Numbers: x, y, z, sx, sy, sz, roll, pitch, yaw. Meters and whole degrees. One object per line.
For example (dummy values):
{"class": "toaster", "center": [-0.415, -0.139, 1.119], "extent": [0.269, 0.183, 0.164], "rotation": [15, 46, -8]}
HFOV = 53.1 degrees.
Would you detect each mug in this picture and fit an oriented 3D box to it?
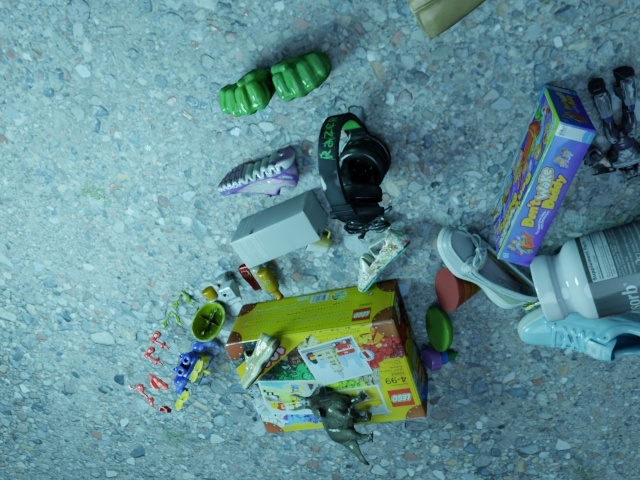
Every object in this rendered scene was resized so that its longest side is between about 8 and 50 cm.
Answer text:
{"class": "mug", "center": [-0.001, 0.004, 1.752], "extent": [0.064, 0.062, 0.078], "rotation": [17, 158, -9]}

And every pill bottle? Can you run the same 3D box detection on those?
{"class": "pill bottle", "center": [0.718, 0.076, 1.569], "extent": [0.363, 0.210, 0.210], "rotation": [-18, 117, 21]}

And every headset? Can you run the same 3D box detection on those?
{"class": "headset", "center": [0.073, -0.133, 1.564], "extent": [0.185, 0.243, 0.394], "rotation": [-6, 146, 26]}

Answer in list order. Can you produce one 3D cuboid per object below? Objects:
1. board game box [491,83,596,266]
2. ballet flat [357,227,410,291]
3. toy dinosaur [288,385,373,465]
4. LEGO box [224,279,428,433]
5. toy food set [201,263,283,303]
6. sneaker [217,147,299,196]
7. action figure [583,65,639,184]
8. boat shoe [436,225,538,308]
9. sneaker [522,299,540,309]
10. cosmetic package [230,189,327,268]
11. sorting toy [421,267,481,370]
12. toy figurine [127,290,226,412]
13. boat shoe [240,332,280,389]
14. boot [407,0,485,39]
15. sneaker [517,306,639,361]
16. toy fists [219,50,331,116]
{"class": "board game box", "center": [0.493, -0.149, 1.456], "extent": [0.078, 0.233, 0.347], "rotation": [15, 123, 1]}
{"class": "ballet flat", "center": [0.154, 0.047, 1.733], "extent": [0.077, 0.091, 0.241], "rotation": [38, 129, 0]}
{"class": "toy dinosaur", "center": [0.059, 0.510, 1.818], "extent": [0.160, 0.121, 0.313], "rotation": [-13, 124, 32]}
{"class": "LEGO box", "center": [0.029, 0.353, 1.891], "extent": [0.500, 0.193, 0.372], "rotation": [-11, 119, 18]}
{"class": "toy food set", "center": [-0.219, 0.141, 1.853], "extent": [0.232, 0.111, 0.104], "rotation": [-22, 115, 20]}
{"class": "sneaker", "center": [-0.156, -0.152, 1.671], "extent": [0.236, 0.095, 0.104], "rotation": [-17, 125, 19]}
{"class": "action figure", "center": [0.678, -0.239, 1.445], "extent": [0.185, 0.099, 0.285], "rotation": [-22, 120, 13]}
{"class": "boat shoe", "center": [0.433, 0.067, 1.658], "extent": [0.320, 0.118, 0.103], "rotation": [40, 149, -19]}
{"class": "sneaker", "center": [0.584, 0.160, 1.755], "extent": [0.035, 0.031, 0.083], "rotation": [39, 121, -13]}
{"class": "cosmetic package", "center": [-0.109, -0.030, 1.716], "extent": [0.238, 0.127, 0.107], "rotation": [-25, 115, 22]}
{"class": "sorting toy", "center": [0.384, 0.224, 1.815], "extent": [0.126, 0.127, 0.366], "rotation": [-9, 128, -18]}
{"class": "toy figurine", "center": [-0.416, 0.357, 2.026], "extent": [0.191, 0.217, 0.363], "rotation": [22, 81, 13]}
{"class": "boat shoe", "center": [-0.181, 0.329, 1.773], "extent": [0.072, 0.068, 0.190], "rotation": [35, 112, 5]}
{"class": "boot", "center": [0.286, -0.578, 1.312], "extent": [0.269, 0.089, 0.236], "rotation": [-25, 114, 26]}
{"class": "sneaker", "center": [0.721, 0.252, 1.715], "extent": [0.365, 0.150, 0.135], "rotation": [-7, 119, 16]}
{"class": "toy fists", "center": [-0.108, -0.366, 1.491], "extent": [0.279, 0.142, 0.096], "rotation": [-13, 118, 18]}
